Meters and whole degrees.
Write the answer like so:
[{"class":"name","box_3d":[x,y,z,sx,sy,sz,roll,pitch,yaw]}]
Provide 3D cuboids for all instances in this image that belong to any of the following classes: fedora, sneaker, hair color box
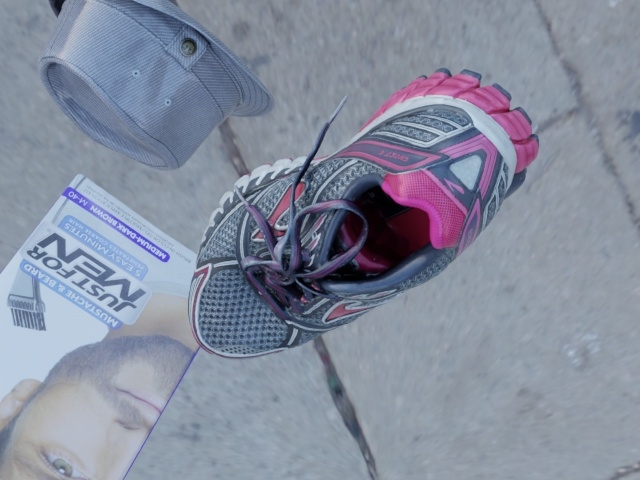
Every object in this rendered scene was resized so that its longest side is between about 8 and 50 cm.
[{"class":"fedora","box_3d":[-0.195,-0.164,1.624,0.244,0.275,0.124,10,65,47]},{"class":"sneaker","box_3d":[0.000,0.000,0.956,0.121,0.299,0.112,44,45,-7]},{"class":"hair color box","box_3d":[-0.224,0.113,1.322,0.185,0.110,0.339,35,43,-7]}]
